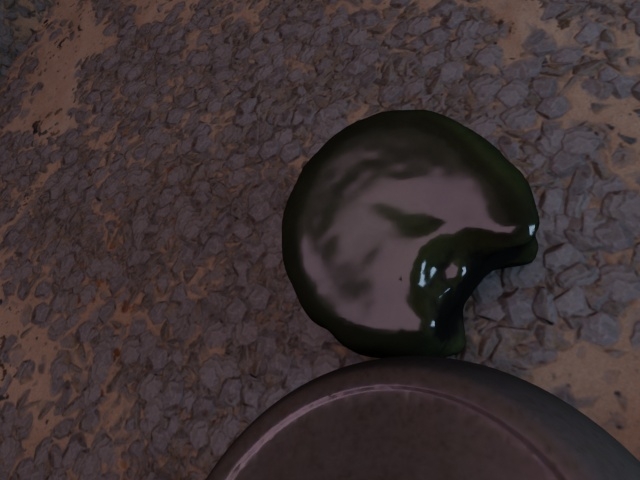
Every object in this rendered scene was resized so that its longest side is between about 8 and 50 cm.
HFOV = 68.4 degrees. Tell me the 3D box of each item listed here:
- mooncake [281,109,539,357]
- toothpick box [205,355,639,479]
[{"bbox_3d":[0.117,-0.005,0.680,0.352,0.187,0.351,-6,72,19],"label":"mooncake"},{"bbox_3d":[0.105,0.337,0.385,0.409,0.425,0.408,-16,44,16],"label":"toothpick box"}]
